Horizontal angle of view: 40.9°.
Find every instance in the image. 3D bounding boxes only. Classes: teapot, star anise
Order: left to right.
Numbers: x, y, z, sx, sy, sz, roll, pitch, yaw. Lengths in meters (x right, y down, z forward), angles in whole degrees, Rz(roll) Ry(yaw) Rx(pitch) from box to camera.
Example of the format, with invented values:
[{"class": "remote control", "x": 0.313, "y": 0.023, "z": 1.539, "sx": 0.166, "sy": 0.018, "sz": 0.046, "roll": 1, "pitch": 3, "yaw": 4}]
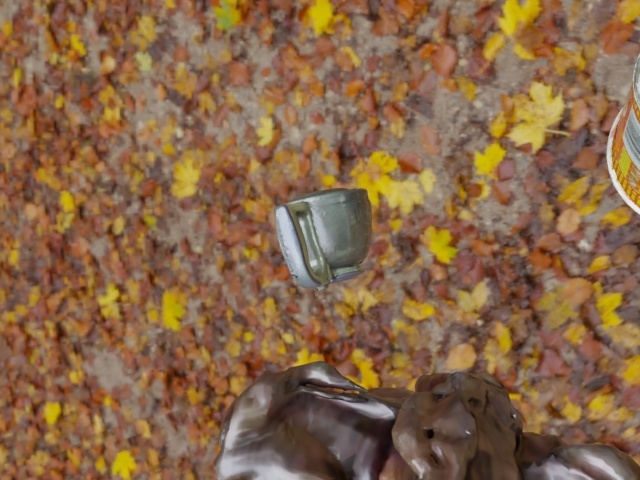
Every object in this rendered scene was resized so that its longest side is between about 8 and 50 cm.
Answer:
[{"class": "teapot", "x": 0.010, "y": -0.002, "z": 0.951, "sx": 0.111, "sy": 0.149, "sz": 0.108, "roll": -13, "pitch": 88, "yaw": -3}, {"class": "star anise", "x": 0.049, "y": 0.105, "z": 0.415, "sx": 0.220, "sy": 0.214, "sz": 0.099, "roll": -12, "pitch": 59, "yaw": 56}]

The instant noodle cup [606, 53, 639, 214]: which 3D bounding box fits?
[{"class": "instant noodle cup", "x": 0.373, "y": -0.123, "z": 0.836, "sx": 0.193, "sy": 0.212, "sz": 0.193, "roll": -4, "pitch": 77, "yaw": 19}]
